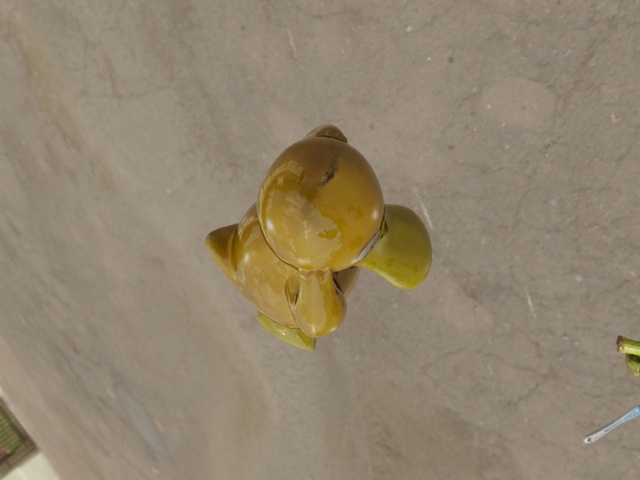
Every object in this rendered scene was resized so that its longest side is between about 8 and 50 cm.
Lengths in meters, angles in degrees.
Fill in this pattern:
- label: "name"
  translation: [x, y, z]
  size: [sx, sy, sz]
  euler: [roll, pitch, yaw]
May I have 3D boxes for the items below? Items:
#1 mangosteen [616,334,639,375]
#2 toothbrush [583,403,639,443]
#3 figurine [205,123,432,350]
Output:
- label: "mangosteen"
  translation: [0.598, 0.200, 1.055]
  size: [0.146, 0.156, 0.181]
  euler: [-39, 103, 22]
- label: "toothbrush"
  translation: [0.429, 0.234, 0.854]
  size: [0.014, 0.162, 0.017]
  euler: [61, 179, -7]
- label: "figurine"
  translation: [-0.009, 0.002, 0.645]
  size: [0.228, 0.215, 0.215]
  euler: [-24, 101, 44]
